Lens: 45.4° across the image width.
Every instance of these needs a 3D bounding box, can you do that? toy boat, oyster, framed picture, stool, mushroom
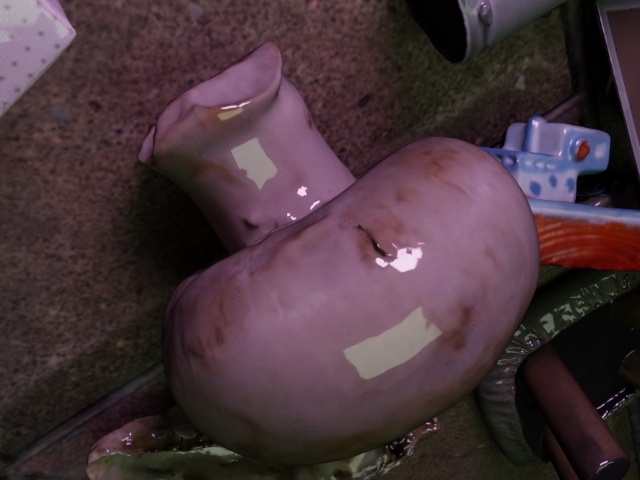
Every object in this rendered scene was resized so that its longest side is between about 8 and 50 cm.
[{"bbox_3d":[0.278,-0.044,0.761,0.331,0.145,0.133,4,97,-30],"label":"toy boat"},{"bbox_3d":[-0.052,0.196,0.768,0.341,0.110,0.166,-18,125,-14],"label":"oyster"},{"bbox_3d":[0.326,-0.141,0.715,0.142,0.011,0.183,-15,91,-26],"label":"framed picture"},{"bbox_3d":[0.377,0.200,0.935,0.310,0.226,0.310,-31,133,-3],"label":"stool"},{"bbox_3d":[0.000,0.000,0.569,0.297,0.297,0.290,-30,96,-6],"label":"mushroom"}]

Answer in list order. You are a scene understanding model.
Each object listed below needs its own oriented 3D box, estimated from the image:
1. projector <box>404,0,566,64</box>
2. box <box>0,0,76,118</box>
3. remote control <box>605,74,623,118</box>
[{"bbox_3d":[0.221,-0.261,0.577,0.337,0.108,0.108,-32,133,-5],"label":"projector"},{"bbox_3d":[-0.280,-0.051,0.378,0.330,0.210,0.095,-44,133,7],"label":"box"},{"bbox_3d":[0.367,-0.132,0.801,0.222,0.042,0.072,26,104,-40],"label":"remote control"}]
